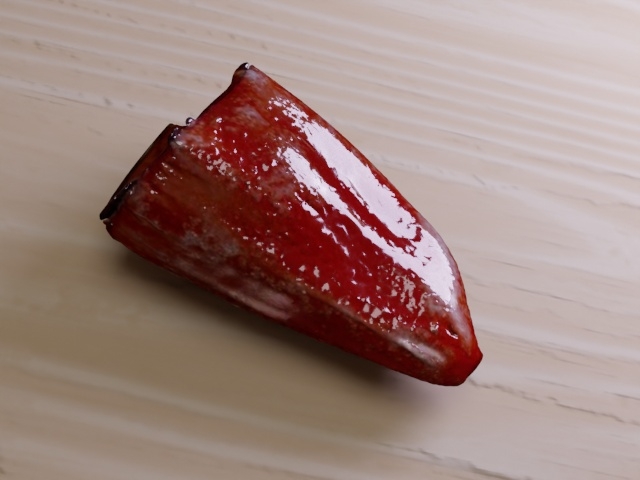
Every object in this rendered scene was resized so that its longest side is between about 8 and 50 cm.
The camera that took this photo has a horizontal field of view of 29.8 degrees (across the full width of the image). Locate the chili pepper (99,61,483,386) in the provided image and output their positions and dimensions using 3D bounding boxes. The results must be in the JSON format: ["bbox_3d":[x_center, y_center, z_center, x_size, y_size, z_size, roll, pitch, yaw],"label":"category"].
[{"bbox_3d":[0.000,0.000,0.773,0.252,0.136,0.144,34,8,-2],"label":"chili pepper"}]
